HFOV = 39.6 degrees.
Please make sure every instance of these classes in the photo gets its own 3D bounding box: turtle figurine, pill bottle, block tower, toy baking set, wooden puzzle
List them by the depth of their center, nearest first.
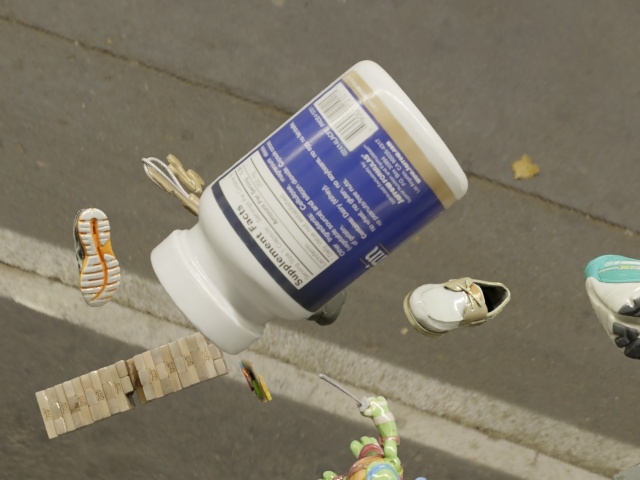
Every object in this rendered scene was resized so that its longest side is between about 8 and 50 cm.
[{"bbox_3d":[-0.013,-0.024,0.800,0.265,0.153,0.153,-38,76,7],"label":"pill bottle"},{"bbox_3d":[-0.195,-0.055,1.385,0.030,0.256,0.197,-43,89,9],"label":"toy baking set"},{"bbox_3d":[0.031,0.338,1.411,0.275,0.266,0.197,12,72,2],"label":"turtle figurine"},{"bbox_3d":[-0.117,0.243,1.538,0.014,0.116,0.078,-22,93,-19],"label":"wooden puzzle"},{"bbox_3d":[-0.343,0.263,1.644,0.335,0.097,0.091,-20,82,-5],"label":"block tower"}]

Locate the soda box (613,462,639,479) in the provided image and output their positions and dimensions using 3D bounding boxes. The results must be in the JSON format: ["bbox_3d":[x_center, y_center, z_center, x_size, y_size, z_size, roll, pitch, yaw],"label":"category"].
[{"bbox_3d":[0.425,0.243,0.941,0.069,0.216,0.074,-6,65,-41],"label":"soda box"}]

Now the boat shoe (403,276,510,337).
[{"bbox_3d":[0.278,0.121,1.790,0.302,0.103,0.113,-3,63,-54],"label":"boat shoe"}]

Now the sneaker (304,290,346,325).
[{"bbox_3d":[0.000,0.000,1.422,0.106,0.101,0.267,13,85,-18],"label":"sneaker"}]

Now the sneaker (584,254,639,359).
[{"bbox_3d":[0.396,0.055,0.894,0.275,0.107,0.110,7,31,-15],"label":"sneaker"}]

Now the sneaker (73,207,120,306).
[{"bbox_3d":[-0.471,0.033,1.845,0.084,0.083,0.214,-8,106,-32],"label":"sneaker"}]
